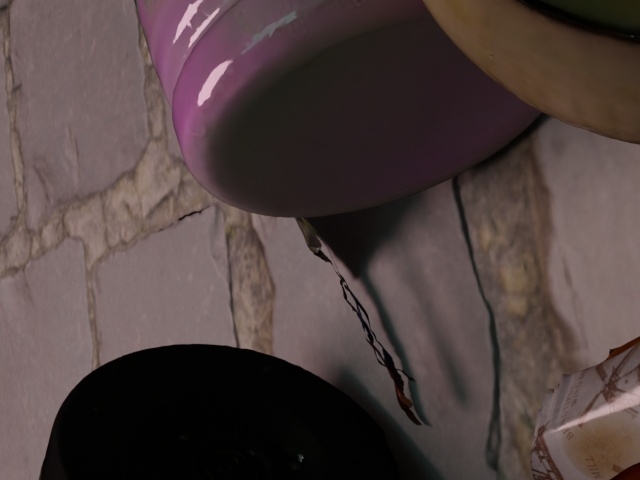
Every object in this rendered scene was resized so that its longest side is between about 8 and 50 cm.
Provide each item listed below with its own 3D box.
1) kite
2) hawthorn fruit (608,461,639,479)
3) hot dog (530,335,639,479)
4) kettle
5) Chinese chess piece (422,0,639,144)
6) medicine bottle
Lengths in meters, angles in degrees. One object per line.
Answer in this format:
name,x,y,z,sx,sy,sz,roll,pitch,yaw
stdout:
kite,-0.001,0.001,0.757,0.015,0.141,0.245,-30,63,-2
hawthorn fruit,0.177,0.179,0.384,0.307,0.265,0.265,-38,59,39
hot dog,0.166,0.084,0.544,0.099,0.053,0.192,57,140,2
kettle,-0.060,0.233,0.760,0.207,0.251,0.271,-91,16,-60
Chinese chess piece,0.148,-0.160,0.467,0.257,0.104,0.257,-4,73,12
medicine bottle,-0.012,-0.198,0.683,0.212,0.212,0.325,-42,55,42
